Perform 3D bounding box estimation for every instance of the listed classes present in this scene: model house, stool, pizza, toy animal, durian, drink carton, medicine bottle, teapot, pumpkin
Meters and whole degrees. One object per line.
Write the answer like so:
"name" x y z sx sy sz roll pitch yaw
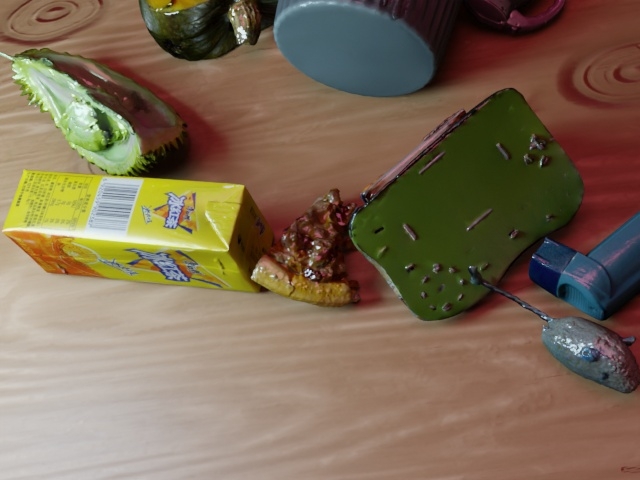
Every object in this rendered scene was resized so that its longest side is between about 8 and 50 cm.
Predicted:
"model house" 0.188 -0.050 1.444 0.294 0.154 0.207 -40 102 0
"stool" 0.087 -0.419 1.577 0.297 0.297 0.330 8 67 19
"pizza" -0.001 -0.001 1.466 0.154 0.069 0.194 15 60 1
"toy animal" 0.301 0.109 1.336 0.253 0.079 0.070 36 53 27
"durian" -0.340 -0.213 1.631 0.355 0.169 0.157 32 75 26
"drink carton" -0.257 -0.013 1.504 0.351 0.154 0.111 4 65 17
"medicine bottle" 0.404 0.002 1.371 0.258 0.079 0.124 -35 58 -7
"teapot" 0.295 -0.394 1.625 0.146 0.148 0.116 -57 27 -6
"pumpkin" -0.141 -0.414 1.719 0.317 0.139 0.222 -24 55 -3
